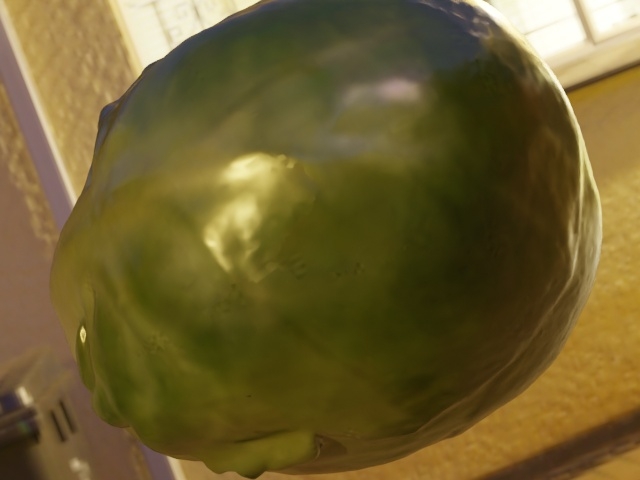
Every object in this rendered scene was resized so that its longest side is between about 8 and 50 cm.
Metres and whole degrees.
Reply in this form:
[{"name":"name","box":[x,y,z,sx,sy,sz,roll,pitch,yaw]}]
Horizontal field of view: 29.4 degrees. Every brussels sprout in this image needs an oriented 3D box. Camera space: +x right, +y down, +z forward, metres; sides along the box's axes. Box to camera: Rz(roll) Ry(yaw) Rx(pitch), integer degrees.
[{"name":"brussels sprout","box":[0.000,0.000,0.526,0.244,0.244,0.244,-21,1,1]}]
